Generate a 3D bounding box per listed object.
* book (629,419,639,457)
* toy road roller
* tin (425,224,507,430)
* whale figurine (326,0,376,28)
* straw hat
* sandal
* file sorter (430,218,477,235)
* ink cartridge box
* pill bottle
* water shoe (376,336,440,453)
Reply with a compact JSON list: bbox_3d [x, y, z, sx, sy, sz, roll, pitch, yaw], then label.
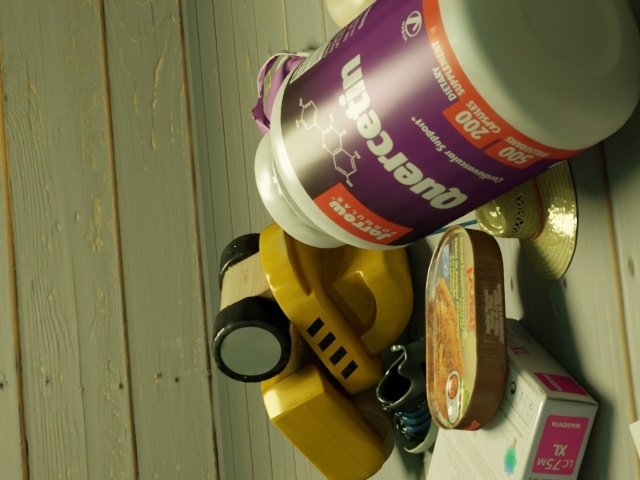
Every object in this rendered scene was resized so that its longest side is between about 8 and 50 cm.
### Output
[{"bbox_3d":[0.264,0.151,0.794,0.144,0.035,0.096,122,138,-66],"label":"book"},{"bbox_3d":[0.031,0.112,1.475,0.329,0.240,0.202,53,-162,-27],"label":"toy road roller"},{"bbox_3d":[0.132,0.079,1.089,0.106,0.040,0.190,126,148,-64],"label":"tin"},{"bbox_3d":[0.107,-0.314,1.175,0.216,0.141,0.272,-20,51,69],"label":"whale figurine"},{"bbox_3d":[0.170,-0.033,1.067,0.144,0.061,0.145,176,90,-77],"label":"straw hat"},{"bbox_3d":[-0.059,-0.223,1.893,0.416,0.102,0.169,158,108,-76],"label":"sandal"},{"bbox_3d":[0.103,-0.100,1.194,0.104,0.118,0.170,74,-179,-51],"label":"file sorter"},{"bbox_3d":[0.154,0.245,1.104,0.186,0.065,0.311,-124,46,-67],"label":"ink cartridge box"},{"bbox_3d":[0.082,-0.104,0.950,0.323,0.181,0.182,-32,60,49],"label":"pill bottle"},{"bbox_3d":[0.100,0.175,1.381,0.203,0.080,0.073,100,161,-46],"label":"water shoe"}]
